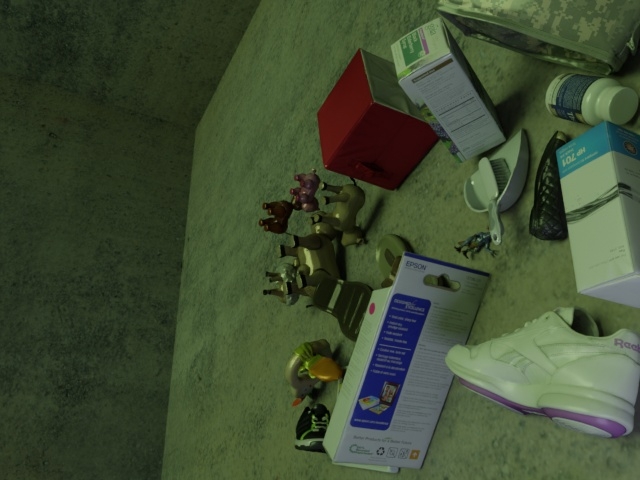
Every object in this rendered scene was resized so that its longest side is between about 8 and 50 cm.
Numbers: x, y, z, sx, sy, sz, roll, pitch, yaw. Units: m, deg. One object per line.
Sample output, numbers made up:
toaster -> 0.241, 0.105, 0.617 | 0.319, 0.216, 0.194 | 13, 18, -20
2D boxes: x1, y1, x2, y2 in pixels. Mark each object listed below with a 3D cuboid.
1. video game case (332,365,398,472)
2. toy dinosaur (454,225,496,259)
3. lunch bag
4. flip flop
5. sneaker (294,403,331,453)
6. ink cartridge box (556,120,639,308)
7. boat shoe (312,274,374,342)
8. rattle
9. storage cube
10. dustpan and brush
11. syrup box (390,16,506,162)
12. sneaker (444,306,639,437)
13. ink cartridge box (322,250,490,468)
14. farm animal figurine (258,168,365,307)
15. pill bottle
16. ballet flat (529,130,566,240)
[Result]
video game case -> 0.092, 0.354, 1.240 | 0.227, 0.026, 0.206 | -29, 51, 60
toy dinosaur -> 0.267, -0.006, 1.039 | 0.082, 0.047, 0.090 | -44, 25, 21
lunch bag -> 0.355, -0.386, 0.877 | 0.287, 0.169, 0.235 | 32, 105, 33
flip flop -> 0.154, 0.068, 1.190 | 0.112, 0.080, 0.277 | -66, 26, 22
sneaker -> -0.015, 0.404, 1.329 | 0.235, 0.084, 0.097 | 142, 139, -73
ink cartridge box -> 0.363, -0.025, 0.713 | 0.082, 0.140, 0.190 | -34, 47, 55
boat shoe -> 0.090, 0.143, 1.268 | 0.110, 0.105, 0.307 | -64, 24, 4
rattle -> -0.004, 0.338, 1.404 | 0.143, 0.130, 0.199 | 24, 116, 29
storage cube -> 0.123, -0.254, 1.307 | 0.193, 0.184, 0.214 | -52, 33, 40
dustpan and brush -> 0.288, -0.075, 1.000 | 0.147, 0.060, 0.211 | -49, 36, 46
syrup box -> 0.216, -0.243, 1.018 | 0.096, 0.237, 0.093 | -26, 49, 25
sneaker -> 0.298, 0.164, 0.829 | 0.305, 0.114, 0.152 | -1, 63, 61
ink cartridge box -> 0.142, 0.203, 1.026 | 0.069, 0.176, 0.370 | 40, 114, 64
farm animal figurine -> 0.000, 0.000, 1.482 | 0.330, 0.172, 0.326 | -5, 85, 57
pill bottle -> 0.380, -0.196, 0.857 | 0.067, 0.067, 0.120 | -70, 24, 13
ballet flat -> 0.348, -0.081, 0.913 | 0.057, 0.049, 0.173 | 63, -141, -76
